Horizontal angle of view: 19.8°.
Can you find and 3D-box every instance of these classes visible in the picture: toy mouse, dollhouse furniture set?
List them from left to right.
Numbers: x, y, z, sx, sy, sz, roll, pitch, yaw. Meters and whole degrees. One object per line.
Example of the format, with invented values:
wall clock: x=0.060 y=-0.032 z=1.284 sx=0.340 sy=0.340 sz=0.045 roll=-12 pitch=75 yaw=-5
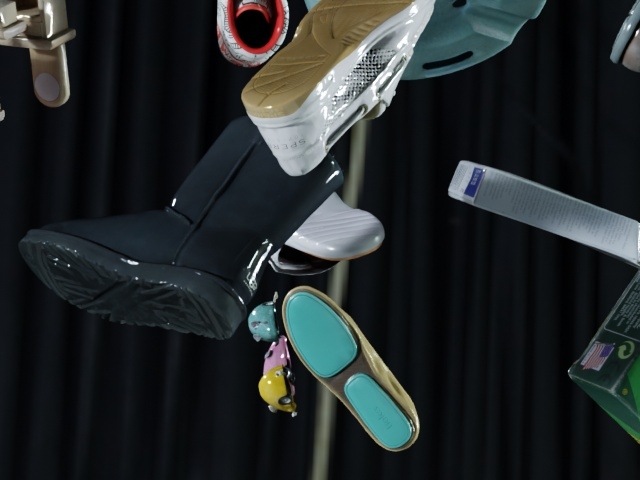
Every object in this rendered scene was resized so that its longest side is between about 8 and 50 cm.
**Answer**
dollhouse furniture set: x=-0.484 y=-0.163 z=2.003 sx=0.303 sy=0.174 sz=0.355 roll=8 pitch=25 yaw=23
toy mouse: x=-0.050 y=0.113 z=1.860 sx=0.031 sy=0.143 sz=0.161 roll=-12 pitch=-34 yaw=3

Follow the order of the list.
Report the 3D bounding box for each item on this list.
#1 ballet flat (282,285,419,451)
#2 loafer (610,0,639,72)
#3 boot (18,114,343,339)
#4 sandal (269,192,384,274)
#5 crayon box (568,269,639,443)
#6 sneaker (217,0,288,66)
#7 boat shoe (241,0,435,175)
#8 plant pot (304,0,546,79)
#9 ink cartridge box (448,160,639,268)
ballet flat: x=0.035 y=0.148 z=2.173 sx=0.080 sy=0.232 sz=0.073 roll=-33 pitch=5 yaw=18
loafer: x=0.353 y=-0.243 z=1.600 sx=0.084 sy=0.267 sz=0.096 roll=33 pitch=-19 yaw=10
boot: x=-0.121 y=-0.023 z=1.645 sx=0.246 sy=0.207 sz=0.094 roll=11 pitch=-38 yaw=32
sandal: x=-0.010 y=0.003 z=1.865 sx=0.102 sy=0.076 sz=0.265 roll=-18 pitch=19 yaw=-16
crayon box: x=0.436 y=0.160 z=2.010 sx=0.318 sy=0.202 sz=0.081 roll=41 pitch=-12 yaw=-32
sneaker: x=-0.080 y=-0.342 z=2.186 sx=0.090 sy=0.270 sz=0.145 roll=0 pitch=5 yaw=-9
boat shoe: x=0.026 y=-0.152 z=1.644 sx=0.098 sy=0.096 sz=0.277 roll=5 pitch=36 yaw=36
plant pot: x=0.087 y=-0.377 z=1.972 sx=0.341 sy=0.334 sz=0.341 roll=-10 pitch=-34 yaw=-7
ink cartridge box: x=0.250 y=-0.022 z=1.864 sx=0.224 sy=0.045 sz=0.223 roll=21 pitch=3 yaw=-4
